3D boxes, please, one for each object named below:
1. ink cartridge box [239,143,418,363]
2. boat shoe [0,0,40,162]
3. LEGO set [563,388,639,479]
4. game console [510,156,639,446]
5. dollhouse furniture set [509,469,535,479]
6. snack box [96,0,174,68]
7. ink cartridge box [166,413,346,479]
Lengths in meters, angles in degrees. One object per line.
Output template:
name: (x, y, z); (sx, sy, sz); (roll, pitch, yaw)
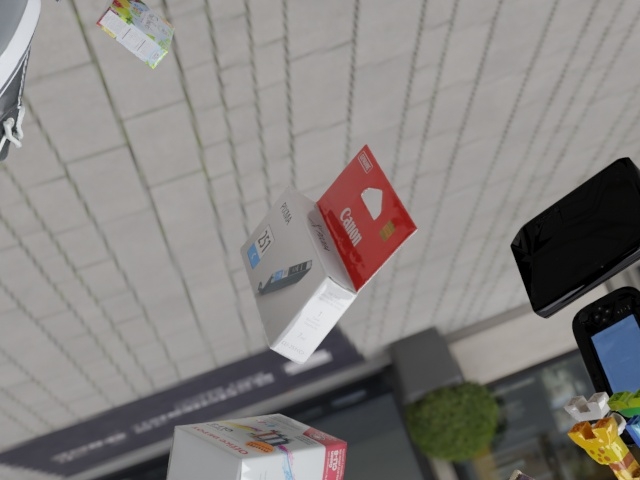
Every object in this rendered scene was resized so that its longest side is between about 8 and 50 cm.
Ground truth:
ink cartridge box: (0.000, 0.000, 1.881); (0.066, 0.296, 0.261); (31, 106, -26)
boat shoe: (-0.342, -0.111, 1.240); (0.113, 0.306, 0.105); (11, 163, 29)
LEGO set: (0.346, 0.215, 1.360); (0.087, 0.093, 0.227); (-40, -171, -32)
game console: (0.378, 0.083, 1.632); (0.044, 0.361, 0.213); (22, 131, -41)
dollhouse furniture set: (0.208, 0.279, 1.246); (0.091, 0.114, 0.081); (-60, 141, -11)
snack box: (-0.258, -0.301, 1.799); (0.037, 0.100, 0.141); (-46, -162, 16)
ink cartridge box: (-0.080, 0.290, 1.527); (0.128, 0.127, 0.176); (16, -168, 43)
